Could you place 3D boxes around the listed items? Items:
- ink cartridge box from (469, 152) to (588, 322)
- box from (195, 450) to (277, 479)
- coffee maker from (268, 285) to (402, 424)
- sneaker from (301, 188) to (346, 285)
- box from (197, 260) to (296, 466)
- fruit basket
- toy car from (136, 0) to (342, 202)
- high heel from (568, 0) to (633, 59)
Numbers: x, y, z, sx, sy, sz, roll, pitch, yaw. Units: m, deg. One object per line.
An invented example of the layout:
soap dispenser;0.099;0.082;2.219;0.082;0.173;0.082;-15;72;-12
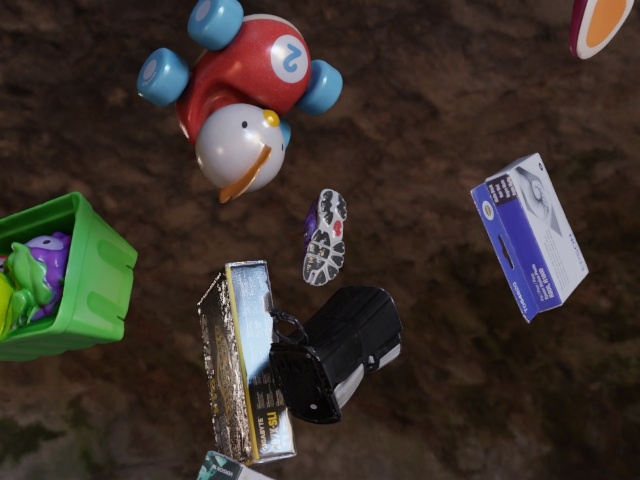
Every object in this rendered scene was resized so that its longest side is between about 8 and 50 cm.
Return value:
ink cartridge box;0.330;-0.011;1.480;0.045;0.223;0.224;-21;5;34
box;-0.145;0.438;1.191;0.058;0.322;0.232;16;-17;21
coffee maker;0.025;0.133;1.291;0.120;0.171;0.178;21;39;27
sneaker;0.000;0.000;1.569;0.068;0.170;0.071;25;-30;-24
box;-0.132;0.224;1.620;0.079;0.322;0.257;-5;-16;-18
fruit basket;-0.542;0.071;1.566;0.392;0.283;0.392;4;-25;2
toy car;-0.090;-0.151;1.218;0.219;0.238;0.210;28;-57;-37
high heel;0.353;-0.358;1.258;0.082;0.244;0.117;13;6;-37
